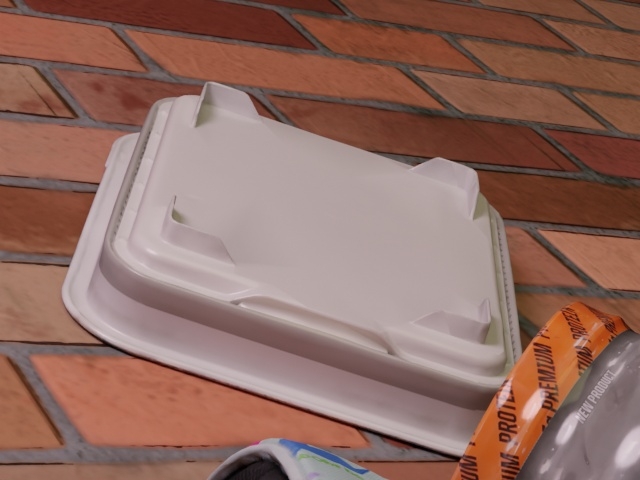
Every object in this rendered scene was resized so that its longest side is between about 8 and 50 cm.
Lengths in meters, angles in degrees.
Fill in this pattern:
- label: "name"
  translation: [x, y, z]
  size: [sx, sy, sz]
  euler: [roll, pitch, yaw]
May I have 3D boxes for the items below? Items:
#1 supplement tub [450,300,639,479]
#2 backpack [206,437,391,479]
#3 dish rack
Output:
- label: "supplement tub"
  translation: [0.216, 0.164, 0.865]
  size: [0.316, 0.193, 0.193]
  euler: [27, 23, 18]
- label: "backpack"
  translation: [0.002, 0.180, 0.416]
  size: [0.191, 0.253, 0.225]
  euler: [16, 23, -12]
- label: "dish rack"
  translation: [0.000, 0.000, 1.225]
  size: [0.285, 0.072, 0.333]
  euler: [19, 23, -6]
